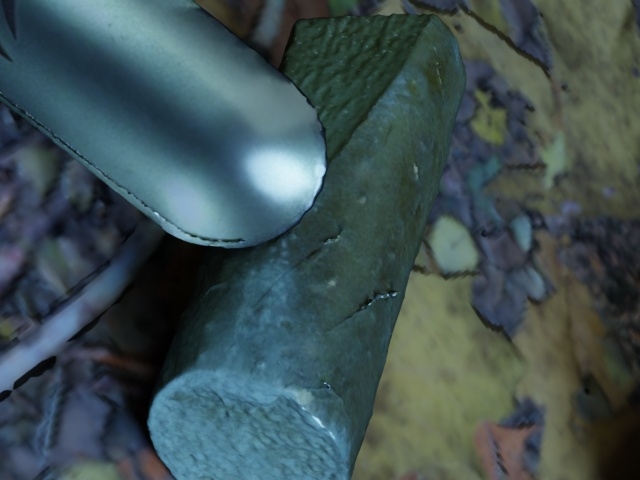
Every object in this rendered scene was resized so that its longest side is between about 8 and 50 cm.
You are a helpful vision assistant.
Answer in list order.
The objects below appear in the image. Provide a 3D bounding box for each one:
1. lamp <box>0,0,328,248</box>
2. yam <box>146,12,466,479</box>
[{"bbox_3d":[-0.010,-0.143,0.580,0.203,0.124,0.283,49,47,-5],"label":"lamp"},{"bbox_3d":[0.000,0.000,0.573,0.068,0.068,0.169,35,52,-23],"label":"yam"}]
